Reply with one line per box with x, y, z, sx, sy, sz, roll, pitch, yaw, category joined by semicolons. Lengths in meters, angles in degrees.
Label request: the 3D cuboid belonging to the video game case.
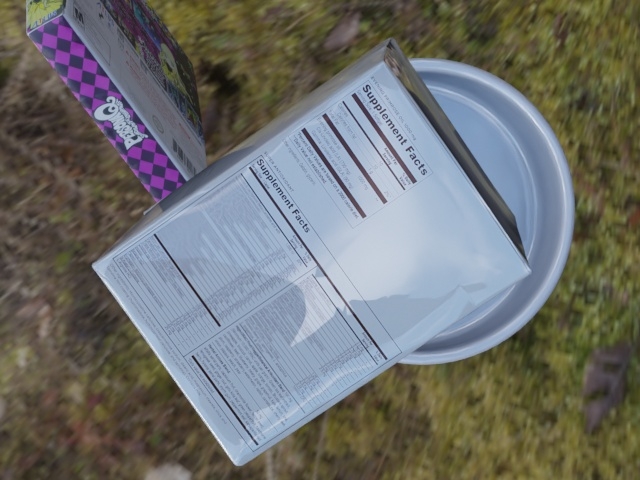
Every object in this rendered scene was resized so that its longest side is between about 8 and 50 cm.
-0.170;-0.159;1.574;0.042;0.210;0.232;-25;130;13;video game case

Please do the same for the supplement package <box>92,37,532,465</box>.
0.000;0.000;1.135;0.203;0.194;0.149;-34;96;9;supplement package

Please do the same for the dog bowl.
0.085;-0.026;1.660;0.265;0.104;0.265;0;90;-6;dog bowl
